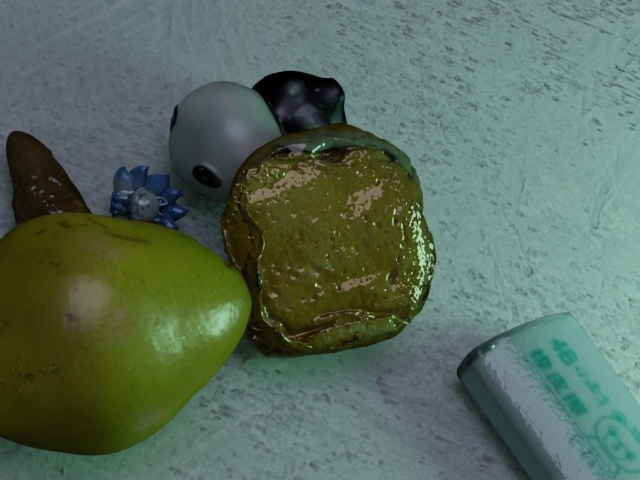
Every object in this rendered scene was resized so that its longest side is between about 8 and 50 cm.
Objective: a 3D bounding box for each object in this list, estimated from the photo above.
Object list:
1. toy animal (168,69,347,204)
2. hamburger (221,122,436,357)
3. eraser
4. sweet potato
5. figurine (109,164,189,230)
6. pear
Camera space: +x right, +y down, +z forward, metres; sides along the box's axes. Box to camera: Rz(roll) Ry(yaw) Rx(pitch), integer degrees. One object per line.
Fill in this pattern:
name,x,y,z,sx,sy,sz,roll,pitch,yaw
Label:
toy animal,-0.093,-0.138,1.956,0.235,0.165,0.187,-18,57,-28
hamburger,0.000,0.000,1.829,0.319,0.158,0.318,2,86,-26
eraser,0.330,0.243,1.857,0.189,0.104,0.290,-18,62,-35
sweet potato,-0.323,-0.013,1.824,0.341,0.092,0.114,47,34,16
figurine,-0.225,-0.042,1.886,0.114,0.079,0.114,2,78,-10
pear,-0.252,0.107,1.640,0.336,0.285,0.284,8,51,-26
